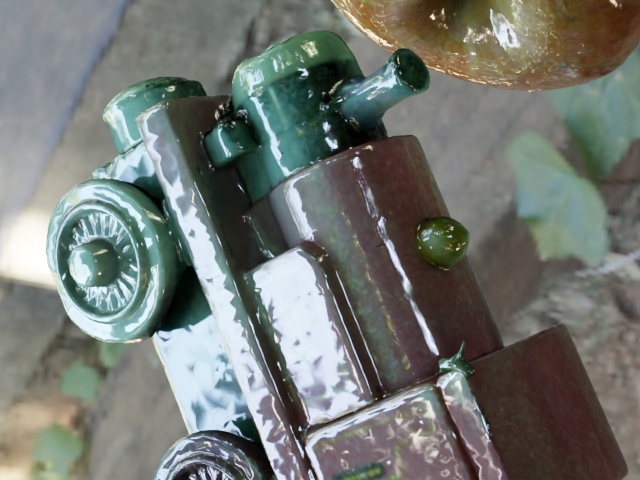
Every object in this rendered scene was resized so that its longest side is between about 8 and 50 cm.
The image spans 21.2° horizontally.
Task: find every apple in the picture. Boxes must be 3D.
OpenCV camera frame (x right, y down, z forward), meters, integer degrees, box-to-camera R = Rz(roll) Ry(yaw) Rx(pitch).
[{"bbox_3d":[0.134,-0.274,1.308,0.301,0.301,0.301,-27,58,53],"label":"apple"}]

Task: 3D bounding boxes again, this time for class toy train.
[{"bbox_3d":[0.000,0.040,0.840,0.221,0.150,0.304,-28,82,38],"label":"toy train"}]
